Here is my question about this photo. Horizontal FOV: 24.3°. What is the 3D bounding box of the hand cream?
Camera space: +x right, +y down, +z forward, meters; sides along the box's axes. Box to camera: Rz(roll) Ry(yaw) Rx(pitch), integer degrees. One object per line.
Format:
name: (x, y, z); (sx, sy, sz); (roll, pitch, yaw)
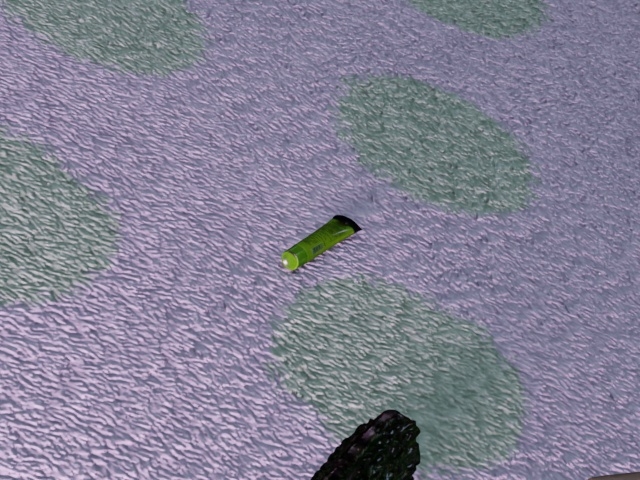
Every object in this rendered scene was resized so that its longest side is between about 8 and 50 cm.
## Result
hand cream: (0.000, 0.000, 1.588); (0.036, 0.023, 0.122); (26, 33, 22)

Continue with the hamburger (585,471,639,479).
hamburger: (0.275, 0.308, 1.142); (0.179, 0.294, 0.276); (8, 24, 4)

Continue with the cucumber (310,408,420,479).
cucumber: (0.006, 0.238, 1.254); (0.077, 0.077, 0.265); (33, 36, 11)
